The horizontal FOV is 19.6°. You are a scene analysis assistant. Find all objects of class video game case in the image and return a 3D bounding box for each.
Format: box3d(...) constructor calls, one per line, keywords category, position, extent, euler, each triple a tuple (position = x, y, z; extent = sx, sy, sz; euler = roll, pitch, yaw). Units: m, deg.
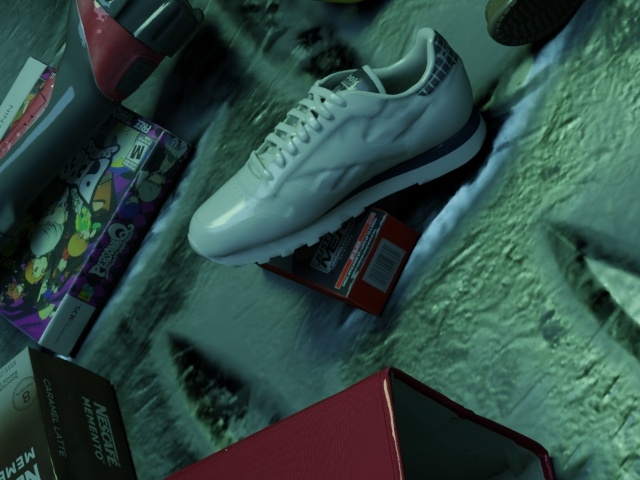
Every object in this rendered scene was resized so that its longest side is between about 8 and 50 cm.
box3d(category="video game case", position=(-0.238, -0.035, 1.622), extent=(0.232, 0.042, 0.210), euler=(30, 89, 46))

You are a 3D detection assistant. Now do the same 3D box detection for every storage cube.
box3d(category="storage cube", position=(0.033, 0.222, 1.147), extent=(0.193, 0.184, 0.215), euler=(-29, 52, 28))

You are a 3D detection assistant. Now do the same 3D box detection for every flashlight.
box3d(category="flashlight", position=(-0.233, -0.111, 1.561), extent=(0.304, 0.103, 0.103), euler=(-45, 19, 11))

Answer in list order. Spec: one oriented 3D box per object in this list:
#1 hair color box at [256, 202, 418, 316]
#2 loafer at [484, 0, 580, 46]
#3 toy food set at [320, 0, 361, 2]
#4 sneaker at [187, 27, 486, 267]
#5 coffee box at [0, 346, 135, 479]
box3d(category="hair color box", position=(0.000, 0.000, 1.393), extent=(0.141, 0.043, 0.072), euler=(20, 82, 46))
box3d(category="loafer", position=(0.171, -0.203, 1.344), extent=(0.148, 0.056, 0.050), euler=(-46, 44, 0))
box3d(category="toy food set", position=(0.025, -0.285, 1.512), extent=(0.128, 0.071, 0.218), euler=(12, 78, 20))
box3d(category="sneaker", position=(0.001, -0.067, 1.338), extent=(0.235, 0.095, 0.090), euler=(-30, 38, -4))
box3d(category="coffee box", position=(-0.271, 0.217, 1.478), extent=(0.246, 0.098, 0.141), euler=(-38, 48, 21))
